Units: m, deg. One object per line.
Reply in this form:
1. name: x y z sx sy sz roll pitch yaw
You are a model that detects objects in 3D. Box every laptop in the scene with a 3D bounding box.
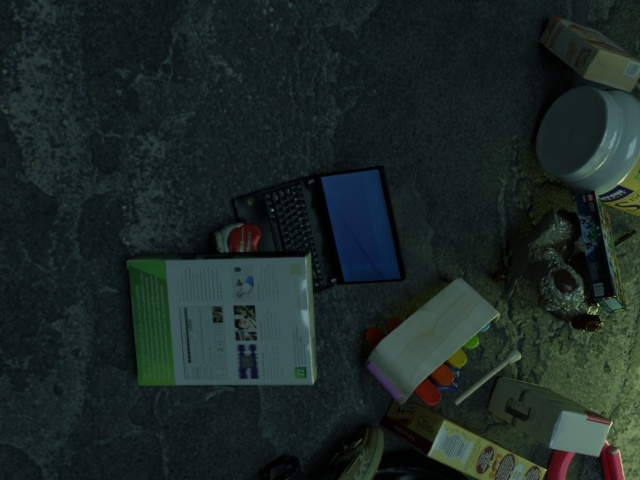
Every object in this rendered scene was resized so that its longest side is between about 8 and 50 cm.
1. laptop: 0.000 0.000 1.508 0.264 0.136 0.234 -19 104 -23

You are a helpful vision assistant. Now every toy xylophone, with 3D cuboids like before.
1. toy xylophone: 0.256 0.217 1.631 0.323 0.081 0.236 -27 65 -21

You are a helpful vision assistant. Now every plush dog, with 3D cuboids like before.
1. plush dog: 0.525 0.096 1.739 0.225 0.210 0.262 33 45 -18

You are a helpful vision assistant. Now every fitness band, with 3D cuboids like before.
1. fitness band: 0.664 0.618 1.973 0.209 0.054 0.290 -19 104 -23

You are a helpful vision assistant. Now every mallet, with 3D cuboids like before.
1. mallet: 0.696 0.017 1.922 0.190 0.062 0.039 -30 111 -36

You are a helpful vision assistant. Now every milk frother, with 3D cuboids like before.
1. milk frother: -0.087 0.525 1.571 0.143 0.129 0.134 -16 109 21

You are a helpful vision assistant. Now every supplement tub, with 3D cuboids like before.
1. supplement tub: 0.672 -0.194 1.761 0.331 0.241 0.241 15 90 -27

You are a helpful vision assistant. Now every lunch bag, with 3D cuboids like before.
1. lunch bag: 0.256 0.281 1.696 0.067 0.098 0.065 6 92 -22

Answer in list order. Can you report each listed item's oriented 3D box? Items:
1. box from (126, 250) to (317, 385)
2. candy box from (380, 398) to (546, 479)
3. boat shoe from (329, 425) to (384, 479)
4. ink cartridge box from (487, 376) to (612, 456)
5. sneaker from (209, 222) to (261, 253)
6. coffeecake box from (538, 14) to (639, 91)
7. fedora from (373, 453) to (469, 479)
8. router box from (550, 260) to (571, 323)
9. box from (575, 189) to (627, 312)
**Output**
1. box: -0.171 0.138 1.395 0.322 0.058 0.232 -1 99 7
2. candy box: 0.306 0.445 1.696 0.316 0.183 0.087 31 83 -27
3. boat shoe: 0.051 0.471 1.572 0.089 0.104 0.285 29 40 1
4. ink cartridge box: 0.507 0.391 1.770 0.159 0.218 0.092 17 95 -27
5. sneaker: -0.113 0.099 1.473 0.118 0.107 0.279 -20 106 -12
6. coffeecake box: 0.586 -0.406 1.716 0.142 0.185 0.068 8 123 -27
7. fedora: 0.182 0.607 1.639 0.334 0.334 0.152 -26 141 -21
8. router box: 0.580 0.120 1.870 0.092 0.038 0.122 37 80 -25
9. box: 0.602 0.027 1.697 0.159 0.044 0.233 27 54 -57
